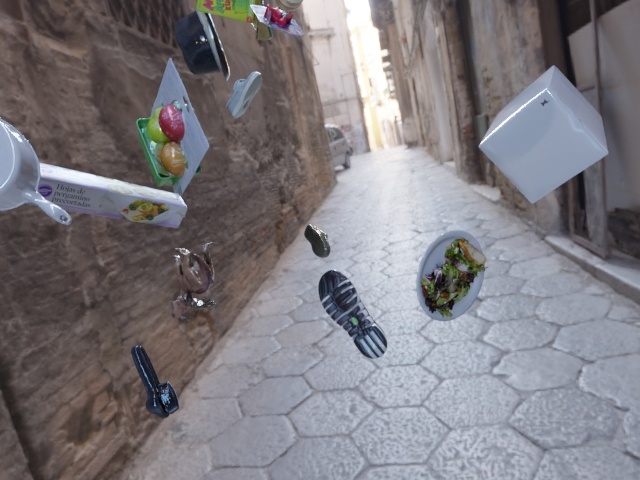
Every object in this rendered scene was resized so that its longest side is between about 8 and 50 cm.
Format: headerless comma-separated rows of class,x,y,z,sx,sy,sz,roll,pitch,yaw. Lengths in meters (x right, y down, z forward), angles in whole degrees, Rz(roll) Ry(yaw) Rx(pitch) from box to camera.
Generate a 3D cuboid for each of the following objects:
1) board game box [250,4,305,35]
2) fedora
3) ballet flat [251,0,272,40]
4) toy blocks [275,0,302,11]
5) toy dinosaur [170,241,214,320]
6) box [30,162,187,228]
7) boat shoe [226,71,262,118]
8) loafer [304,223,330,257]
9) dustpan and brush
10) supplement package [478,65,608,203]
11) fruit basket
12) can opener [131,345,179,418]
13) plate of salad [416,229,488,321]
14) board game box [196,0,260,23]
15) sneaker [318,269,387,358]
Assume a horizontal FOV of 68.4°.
board game box,-0.108,-0.598,1.249,0.133,0.033,0.168,4,42,-30
fedora,-0.481,-0.777,1.862,0.153,0.333,0.334,-21,11,-7
ballet flat,-0.231,-0.834,1.691,0.073,0.232,0.080,-14,37,-2
toy blocks,-0.085,-0.473,0.857,0.054,0.123,0.148,-54,19,10
toy dinosaur,-0.387,0.128,1.478,0.127,0.200,0.296,-5,-20,-30
box,-0.443,-0.090,1.001,0.324,0.063,0.067,12,27,-46
boat shoe,-0.300,-0.564,1.788,0.079,0.081,0.227,-42,-2,-44
loafer,0.000,0.000,1.329,0.050,0.056,0.148,10,28,-28
dustpan and brush,-0.488,-0.089,0.751,0.147,0.211,0.060,-55,-13,-10
supplement package,0.499,-0.245,1.054,0.175,0.177,0.293,-42,2,38
fruit basket,-0.464,-0.344,1.534,0.165,0.327,0.353,-14,-17,-42
can opener,-0.394,0.330,1.104,0.073,0.186,0.059,-29,-20,-16
plate of salad,0.284,0.077,0.993,0.200,0.199,0.048,-18,18,-27
board game box,-0.273,-0.712,1.399,0.181,0.092,0.043,16,25,8
sneaker,0.098,0.220,1.355,0.106,0.281,0.162,-34,-23,5
